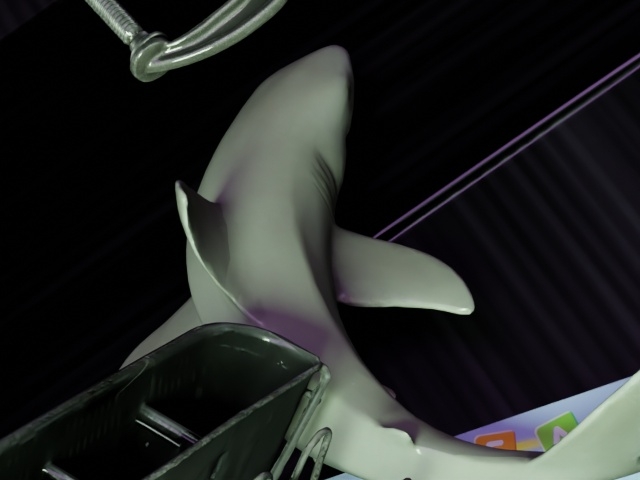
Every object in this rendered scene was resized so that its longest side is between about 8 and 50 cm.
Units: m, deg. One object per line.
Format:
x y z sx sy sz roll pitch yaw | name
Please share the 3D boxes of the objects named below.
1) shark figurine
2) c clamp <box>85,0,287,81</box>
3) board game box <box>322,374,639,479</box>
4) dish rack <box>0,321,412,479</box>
-0.002 0.022 0.692 0.166 0.116 0.278 -38 44 -5 | shark figurine
-0.089 -0.125 0.881 0.137 0.022 0.161 -43 57 -10 | c clamp
0.078 0.165 0.667 0.160 0.039 0.211 -20 60 11 | board game box
0.018 0.143 0.552 0.271 0.208 0.074 30 121 19 | dish rack
